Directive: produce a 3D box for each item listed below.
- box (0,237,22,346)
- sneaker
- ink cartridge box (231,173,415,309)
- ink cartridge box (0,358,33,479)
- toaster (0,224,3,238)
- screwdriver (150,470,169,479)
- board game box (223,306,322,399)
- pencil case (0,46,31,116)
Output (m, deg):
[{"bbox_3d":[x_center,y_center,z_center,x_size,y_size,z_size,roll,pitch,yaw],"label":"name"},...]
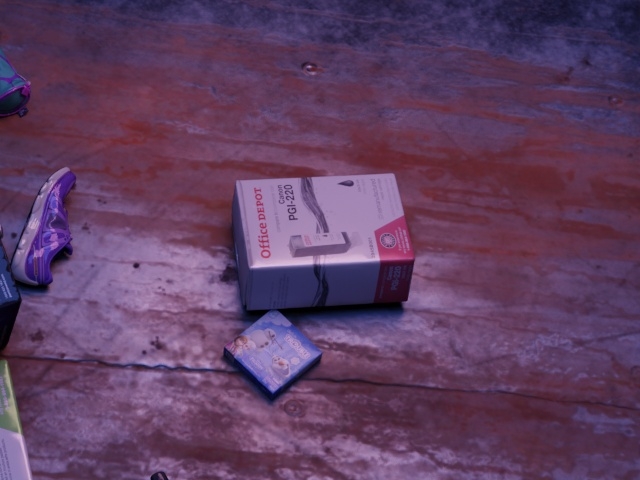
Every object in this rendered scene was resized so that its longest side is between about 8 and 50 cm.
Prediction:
[{"bbox_3d":[-0.454,0.083,1.738,0.184,0.261,0.103,-17,81,-18],"label":"box"},{"bbox_3d":[-0.349,-0.015,1.954,0.071,0.068,0.170,21,64,-12],"label":"sneaker"},{"bbox_3d":[0.000,0.000,1.954,0.217,0.092,0.159,-4,50,-8],"label":"ink cartridge box"},{"bbox_3d":[-0.471,0.269,1.711,0.272,0.115,0.198,-11,59,-14],"label":"ink cartridge box"},{"bbox_3d":[-0.514,-0.028,1.880,0.226,0.146,0.129,-2,57,-8],"label":"toaster"},{"bbox_3d":[-0.162,0.349,1.763,0.024,0.025,0.170,-18,70,-19],"label":"screwdriver"},{"bbox_3d":[-0.060,0.142,1.904,0.090,0.020,0.090,41,60,19],"label":"board game box"},{"bbox_3d":[-0.453,-0.241,2.075,0.070,0.064,0.152,-30,65,-6],"label":"pencil case"}]
